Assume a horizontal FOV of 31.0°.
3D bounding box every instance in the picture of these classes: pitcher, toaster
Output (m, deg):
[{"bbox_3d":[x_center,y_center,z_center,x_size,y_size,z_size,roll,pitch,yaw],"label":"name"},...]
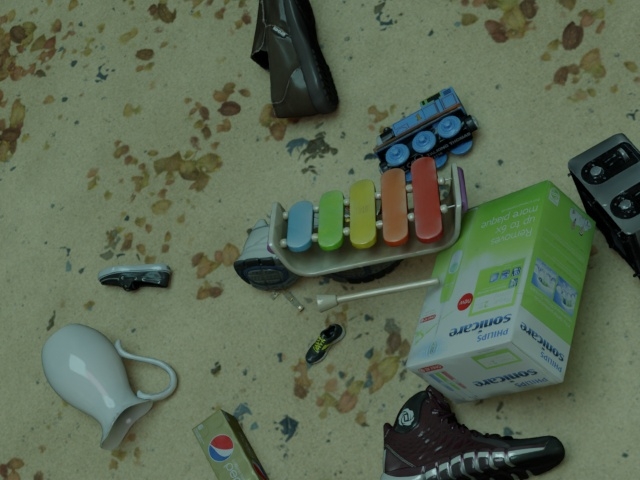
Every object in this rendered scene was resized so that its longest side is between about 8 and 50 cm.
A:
[{"bbox_3d":[-0.365,0.228,1.983,0.178,0.125,0.207,-37,68,-19],"label":"pitcher"},{"bbox_3d":[0.465,-0.044,1.714,0.110,0.185,0.168,-33,52,4],"label":"toaster"}]

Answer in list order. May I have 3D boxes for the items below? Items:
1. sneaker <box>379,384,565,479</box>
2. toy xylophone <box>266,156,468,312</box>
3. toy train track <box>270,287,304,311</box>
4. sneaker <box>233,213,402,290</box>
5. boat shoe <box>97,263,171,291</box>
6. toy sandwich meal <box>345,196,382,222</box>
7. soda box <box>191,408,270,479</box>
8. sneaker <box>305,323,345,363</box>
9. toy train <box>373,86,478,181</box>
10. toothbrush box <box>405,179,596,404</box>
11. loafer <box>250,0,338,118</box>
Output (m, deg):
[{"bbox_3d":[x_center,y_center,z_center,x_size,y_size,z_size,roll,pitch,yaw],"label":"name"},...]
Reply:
[{"bbox_3d":[0.213,0.281,1.715,0.281,0.106,0.162,-15,60,17],"label":"sneaker"},{"bbox_3d":[0.079,-0.011,1.766,0.323,0.081,0.236,-17,37,5],"label":"toy xylophone"},{"bbox_3d":[-0.058,0.091,1.962,0.048,0.014,0.083,-46,59,-1],"label":"toy train track"},{"bbox_3d":[0.000,0.000,1.927,0.297,0.111,0.129,-3,52,17],"label":"sneaker"},{"bbox_3d":[-0.337,0.069,2.069,0.142,0.049,0.040,-7,66,18],"label":"boat shoe"},{"bbox_3d":[0.071,-0.051,1.959,0.086,0.029,0.085,-9,65,19],"label":"toy sandwich meal"},{"bbox_3d":[-0.134,0.364,1.851,0.061,0.058,0.181,-36,59,5],"label":"soda box"},{"bbox_3d":[0.003,0.166,1.891,0.083,0.035,0.031,-47,58,-2],"label":"sneaker"},{"bbox_3d":[0.174,-0.175,1.945,0.184,0.080,0.105,-28,51,12],"label":"toy train"},{"bbox_3d":[0.265,0.077,1.685,0.206,0.122,0.283,-21,41,47],"label":"toothbrush box"},{"bbox_3d":[-0.079,-0.377,2.101,0.130,0.134,0.365,-22,61,13],"label":"loafer"}]
